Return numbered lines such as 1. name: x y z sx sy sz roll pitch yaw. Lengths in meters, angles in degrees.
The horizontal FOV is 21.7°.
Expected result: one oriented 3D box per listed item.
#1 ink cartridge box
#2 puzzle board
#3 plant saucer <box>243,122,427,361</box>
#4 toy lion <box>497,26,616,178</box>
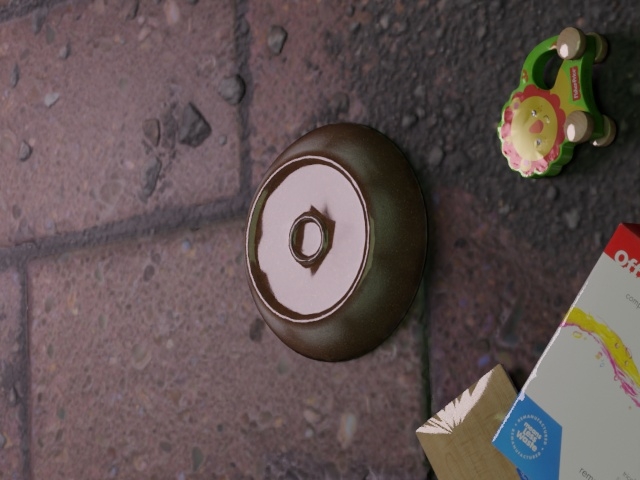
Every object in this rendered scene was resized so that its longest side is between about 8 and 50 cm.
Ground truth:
1. ink cartridge box: 0.231 0.082 1.116 0.134 0.078 0.231 41 112 37
2. puzzle board: 0.132 0.171 1.243 0.096 0.011 0.128 -43 60 29
3. plant saucer: 0.000 0.000 1.365 0.198 0.036 0.198 -5 83 42
4. toy lion: 0.169 -0.098 1.228 0.096 0.034 0.100 -14 75 48
